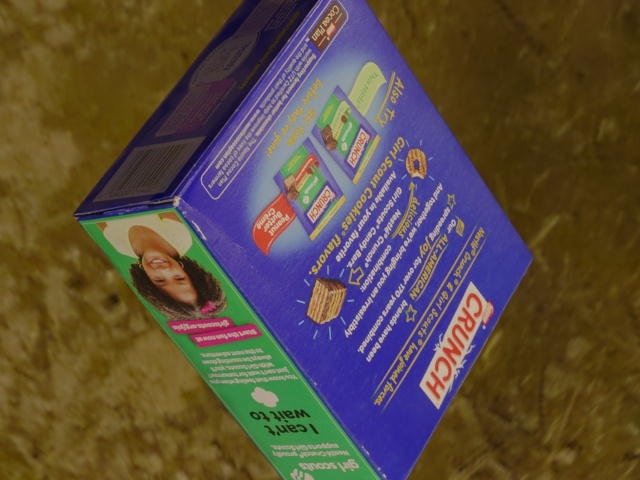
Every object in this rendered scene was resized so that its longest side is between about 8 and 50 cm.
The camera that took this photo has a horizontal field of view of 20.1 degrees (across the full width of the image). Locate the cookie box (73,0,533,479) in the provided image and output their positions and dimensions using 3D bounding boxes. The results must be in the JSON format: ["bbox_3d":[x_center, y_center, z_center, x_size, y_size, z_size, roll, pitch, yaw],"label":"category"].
[{"bbox_3d":[0.000,0.000,0.477,0.107,0.040,0.092,54,51,-27],"label":"cookie box"}]
